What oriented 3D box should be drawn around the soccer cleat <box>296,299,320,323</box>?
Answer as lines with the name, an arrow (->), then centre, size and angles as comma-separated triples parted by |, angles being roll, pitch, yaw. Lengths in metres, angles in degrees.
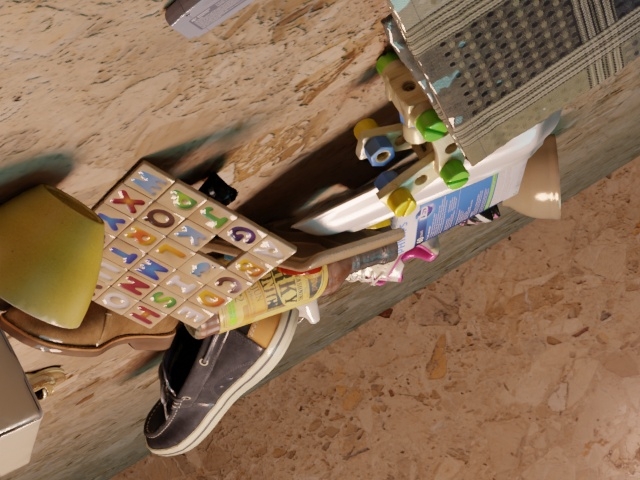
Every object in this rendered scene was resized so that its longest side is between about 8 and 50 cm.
soccer cleat -> -0.066, 0.115, 1.954 | 0.068, 0.076, 0.196 | -25, -169, -28

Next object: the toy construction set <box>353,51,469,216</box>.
toy construction set -> 0.192, -0.176, 1.207 | 0.327, 0.151, 0.215 | -33, 147, -20

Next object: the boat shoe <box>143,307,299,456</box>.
boat shoe -> -0.218, 0.232, 1.961 | 0.500, 0.156, 0.187 | -47, -159, 44

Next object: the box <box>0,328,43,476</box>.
box -> -0.453, 0.225, 1.413 | 0.121, 0.148, 0.311 | -24, 166, -25

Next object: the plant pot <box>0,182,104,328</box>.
plant pot -> -0.255, 0.005, 1.004 | 0.095, 0.134, 0.134 | -55, 166, 4

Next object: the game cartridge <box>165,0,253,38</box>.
game cartridge -> -0.077, -0.186, 0.830 | 0.083, 0.017, 0.056 | -31, 173, 10

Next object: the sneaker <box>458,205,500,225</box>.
sneaker -> 0.270, -0.052, 1.954 | 0.077, 0.072, 0.178 | -23, 167, 19

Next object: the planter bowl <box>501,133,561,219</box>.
planter bowl -> 0.392, -0.116, 2.042 | 0.109, 0.162, 0.162 | -4, 173, 10

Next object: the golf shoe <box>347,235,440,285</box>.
golf shoe -> 0.064, 0.028, 1.849 | 0.306, 0.140, 0.115 | -27, 171, -5

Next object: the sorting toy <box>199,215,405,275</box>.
sorting toy -> 0.000, 0.000, 1.538 | 0.229, 0.041, 0.307 | 6, -165, 39

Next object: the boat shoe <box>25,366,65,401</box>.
boat shoe -> -0.449, 0.233, 1.715 | 0.050, 0.045, 0.135 | -34, 168, 24

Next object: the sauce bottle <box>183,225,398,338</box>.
sauce bottle -> -0.047, 0.046, 1.645 | 0.344, 0.111, 0.111 | -20, 167, -19

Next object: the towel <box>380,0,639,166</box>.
towel -> 0.218, -0.237, 1.002 | 0.324, 0.056, 0.312 | -34, 147, 4

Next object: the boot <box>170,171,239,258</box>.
boot -> -0.145, -0.035, 1.249 | 0.099, 0.045, 0.121 | -52, -158, 1

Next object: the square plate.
square plate -> 0.164, -0.094, 1.486 | 0.347, 0.049, 0.344 | -23, -176, 20

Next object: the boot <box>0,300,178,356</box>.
boot -> -0.282, 0.078, 1.386 | 0.305, 0.112, 0.115 | 0, 119, -60

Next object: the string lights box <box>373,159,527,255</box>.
string lights box -> 0.210, -0.085, 1.772 | 0.259, 0.077, 0.133 | -26, 151, -18

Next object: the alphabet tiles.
alphabet tiles -> -0.175, 0.021, 1.201 | 0.198, 0.009, 0.237 | 30, 133, -26
